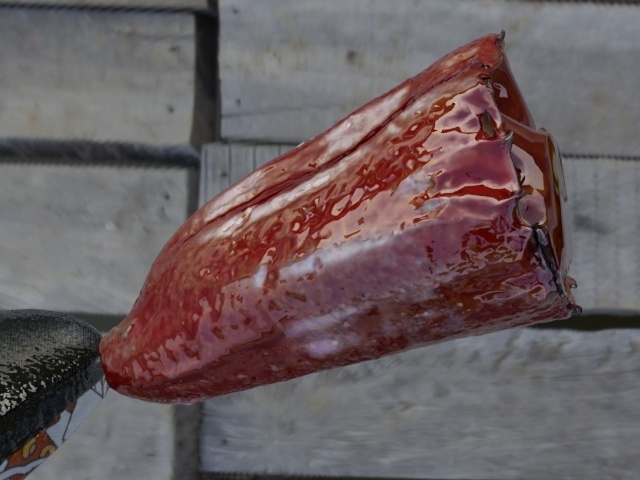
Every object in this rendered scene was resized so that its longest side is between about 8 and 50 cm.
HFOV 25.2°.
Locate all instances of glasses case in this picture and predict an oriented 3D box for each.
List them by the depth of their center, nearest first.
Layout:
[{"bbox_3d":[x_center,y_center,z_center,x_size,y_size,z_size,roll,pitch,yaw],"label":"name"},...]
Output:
[{"bbox_3d":[-0.223,0.118,0.784,0.103,0.067,0.266,16,36,31],"label":"glasses case"}]

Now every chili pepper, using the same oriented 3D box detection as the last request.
[{"bbox_3d":[0.000,0.000,0.689,0.252,0.136,0.144,-20,73,23],"label":"chili pepper"}]
